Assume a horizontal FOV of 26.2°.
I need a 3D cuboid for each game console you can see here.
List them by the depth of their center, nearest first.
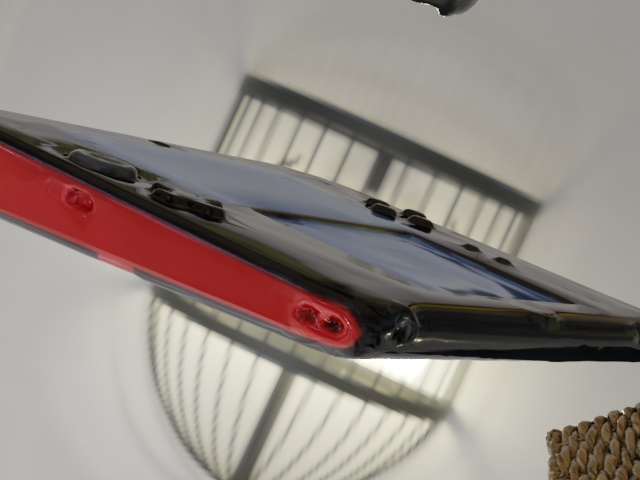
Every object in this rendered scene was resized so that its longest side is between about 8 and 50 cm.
[{"bbox_3d":[0.000,0.000,0.863,0.342,0.060,0.387,19,-173,36],"label":"game console"}]

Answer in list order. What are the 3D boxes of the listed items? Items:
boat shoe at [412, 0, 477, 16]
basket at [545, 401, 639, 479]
[{"bbox_3d":[0.041,-0.291,0.664,0.340,0.158,0.127,61,-154,7],"label":"boat shoe"},{"bbox_3d":[0.318,0.248,1.102,0.299,0.223,0.213,-43,-68,-78],"label":"basket"}]
